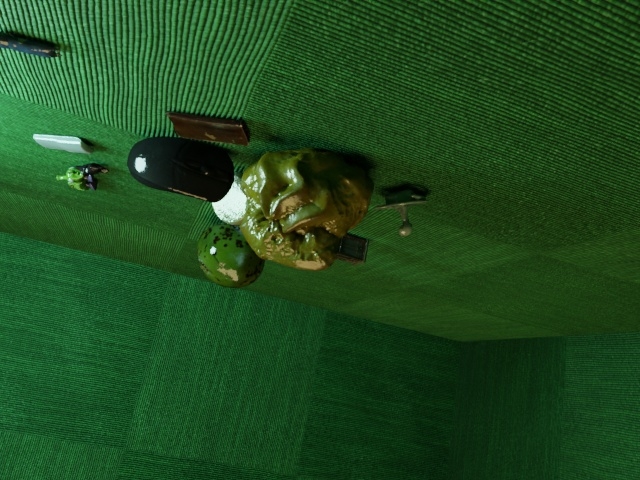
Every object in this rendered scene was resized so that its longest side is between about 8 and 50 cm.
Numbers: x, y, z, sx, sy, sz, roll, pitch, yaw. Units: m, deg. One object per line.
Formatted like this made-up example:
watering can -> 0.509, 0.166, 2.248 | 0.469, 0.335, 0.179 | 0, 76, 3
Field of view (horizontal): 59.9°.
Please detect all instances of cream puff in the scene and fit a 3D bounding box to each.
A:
cream puff -> -0.043, -0.072, 1.310 | 0.323, 0.270, 0.274 | 7, 159, 10

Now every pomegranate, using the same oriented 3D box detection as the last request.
pomegranate -> -0.307, 0.047, 1.988 | 0.270, 0.254, 0.254 | -19, -176, -35

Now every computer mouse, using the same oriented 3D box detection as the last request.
computer mouse -> -0.343, -0.181, 1.353 | 0.269, 0.138, 0.086 | 13, 174, -2

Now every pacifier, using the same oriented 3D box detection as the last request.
pacifier -> 0.213, -0.070, 1.423 | 0.150, 0.117, 0.126 | -9, -179, 43

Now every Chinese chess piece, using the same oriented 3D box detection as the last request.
Chinese chess piece -> -0.227, -0.114, 1.506 | 0.144, 0.144, 0.058 | 2, -174, 29

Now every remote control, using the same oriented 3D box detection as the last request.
remote control -> -0.701, -0.262, 1.514 | 0.162, 0.029, 0.061 | 6, 162, 17

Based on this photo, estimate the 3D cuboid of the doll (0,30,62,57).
doll -> -0.554, -0.368, 1.048 | 0.125, 0.027, 0.037 | 11, 165, -10

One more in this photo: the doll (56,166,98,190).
doll -> -0.777, -0.192, 1.781 | 0.115, 0.050, 0.190 | 10, 167, -10

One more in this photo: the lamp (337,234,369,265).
lamp -> 0.000, 0.000, 1.854 | 0.325, 0.089, 0.090 | 16, 164, -20

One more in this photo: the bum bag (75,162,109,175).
bum bag -> -0.687, -0.214, 1.664 | 0.124, 0.034, 0.058 | -1, 170, 38

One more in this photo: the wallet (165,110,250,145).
wallet -> -0.248, -0.252, 1.247 | 0.176, 0.026, 0.095 | 7, 158, 9
